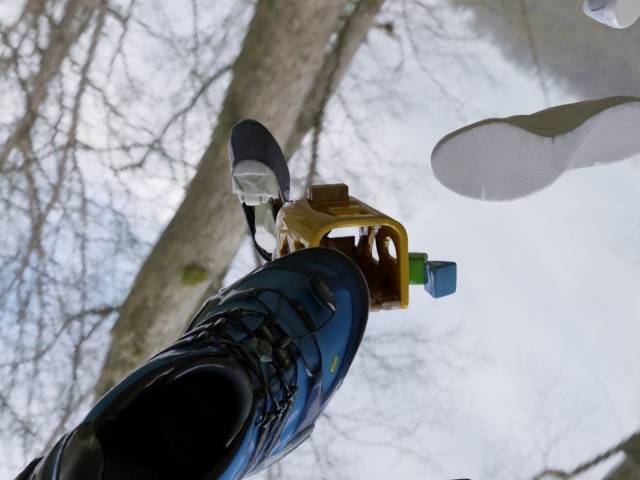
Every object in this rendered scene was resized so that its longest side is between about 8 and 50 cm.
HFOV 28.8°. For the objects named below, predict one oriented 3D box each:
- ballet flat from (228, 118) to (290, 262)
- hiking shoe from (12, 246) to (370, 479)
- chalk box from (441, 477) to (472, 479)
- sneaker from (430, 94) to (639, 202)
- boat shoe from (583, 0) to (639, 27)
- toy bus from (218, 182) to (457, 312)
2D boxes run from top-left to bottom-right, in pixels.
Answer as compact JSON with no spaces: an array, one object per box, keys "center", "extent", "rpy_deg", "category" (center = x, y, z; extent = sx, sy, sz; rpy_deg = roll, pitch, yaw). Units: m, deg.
[{"center":[-0.070,-0.051,1.520],"extent":[0.074,0.203,0.074],"rpy_deg":[-7,-139,6],"category":"ballet flat"},{"center":[-0.052,0.097,0.758],"extent":[0.113,0.132,0.304],"rpy_deg":[48,-127,-2],"category":"hiking shoe"},{"center":[0.148,0.376,1.242],"extent":[0.179,0.180,0.288],"rpy_deg":[-10,-91,-62],"category":"chalk box"},{"center":[0.209,-0.093,1.191],"extent":[0.212,0.080,0.094],"rpy_deg":[-11,-163,4],"category":"sneaker"},{"center":[0.339,-0.319,1.341],"extent":[0.066,0.184,0.063],"rpy_deg":[10,-166,-44],"category":"boat shoe"},{"center":[0.009,0.002,1.134],"extent":[0.202,0.104,0.191],"rpy_deg":[6,-165,27],"category":"toy bus"}]
